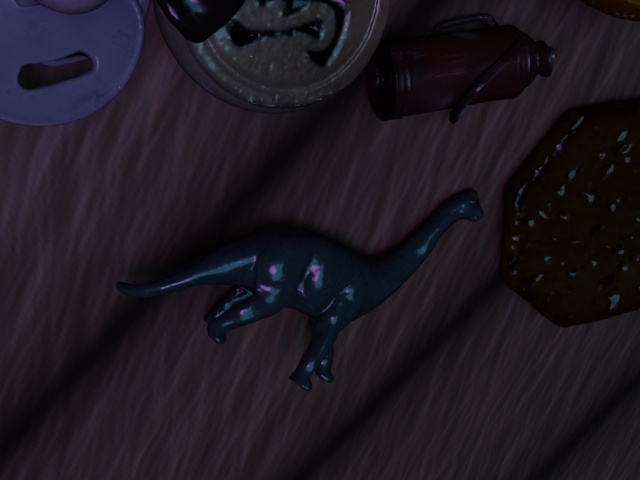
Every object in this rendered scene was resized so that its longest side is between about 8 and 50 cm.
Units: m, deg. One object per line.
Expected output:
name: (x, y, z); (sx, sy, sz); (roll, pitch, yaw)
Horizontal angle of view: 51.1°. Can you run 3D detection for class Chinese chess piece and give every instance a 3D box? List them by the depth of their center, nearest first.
Chinese chess piece: (-0.047, -0.257, 0.695); (0.251, 0.101, 0.250); (-9, 116, -20)

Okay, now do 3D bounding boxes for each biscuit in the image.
biscuit: (0.416, -0.036, 0.980); (0.359, 0.046, 0.358); (-7, 113, -17)

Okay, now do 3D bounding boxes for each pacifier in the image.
pacifier: (-0.232, -0.238, 0.581); (0.239, 0.226, 0.287); (-22, 120, -31)

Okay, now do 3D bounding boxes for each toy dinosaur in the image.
toy dinosaur: (0.000, 0.000, 0.837); (0.384, 0.129, 0.330); (31, 88, -25)

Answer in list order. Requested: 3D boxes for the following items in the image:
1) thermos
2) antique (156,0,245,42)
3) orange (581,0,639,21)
thermos: (0.176, -0.211, 0.804); (0.232, 0.099, 0.124); (-13, 77, -15)
antique: (-0.082, -0.345, 0.479); (0.255, 0.185, 0.322); (-29, 130, 15)
orange: (0.347, -0.361, 0.761); (0.237, 0.158, 0.179); (29, 93, -23)
